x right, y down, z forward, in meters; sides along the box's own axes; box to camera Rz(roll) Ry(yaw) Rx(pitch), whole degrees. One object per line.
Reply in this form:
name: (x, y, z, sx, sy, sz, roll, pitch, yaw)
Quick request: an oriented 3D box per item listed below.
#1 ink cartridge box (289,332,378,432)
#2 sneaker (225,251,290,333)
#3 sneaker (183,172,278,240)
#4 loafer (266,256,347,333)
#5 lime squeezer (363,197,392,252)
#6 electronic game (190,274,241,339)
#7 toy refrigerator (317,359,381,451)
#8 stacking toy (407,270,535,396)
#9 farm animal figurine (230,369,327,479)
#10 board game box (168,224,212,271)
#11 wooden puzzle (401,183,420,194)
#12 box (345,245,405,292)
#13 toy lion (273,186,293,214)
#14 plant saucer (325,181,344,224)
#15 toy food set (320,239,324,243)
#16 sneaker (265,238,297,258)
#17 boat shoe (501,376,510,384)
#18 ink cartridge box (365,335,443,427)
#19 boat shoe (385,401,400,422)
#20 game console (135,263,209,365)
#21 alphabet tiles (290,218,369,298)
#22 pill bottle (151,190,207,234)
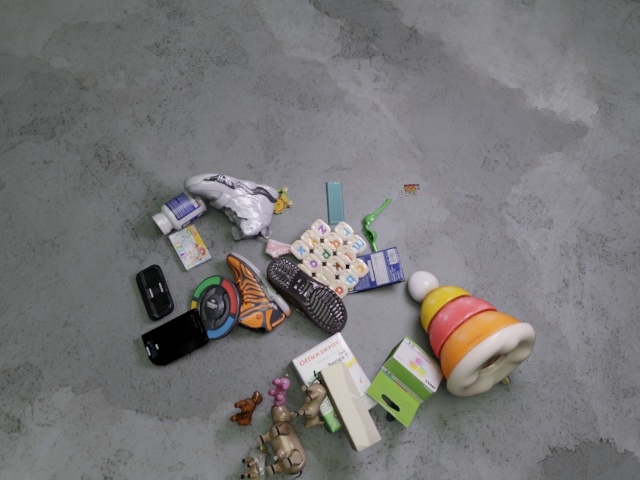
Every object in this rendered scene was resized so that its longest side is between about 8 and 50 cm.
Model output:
ink cartridge box: (0.046, 0.491, 1.733, 0.201, 0.117, 0.278, -28, 76, -15)
sneaker: (-0.273, 0.200, 1.800, 0.180, 0.124, 0.321, -40, 79, -19)
sneaker: (-0.332, -0.120, 1.858, 0.366, 0.137, 0.210, 9, 76, -29)
loafer: (-0.051, 0.199, 1.828, 0.366, 0.130, 0.134, 45, 70, -7)
lime squeezer: (0.221, -0.038, 1.992, 0.110, 0.059, 0.310, 21, 64, -31)
electronic game: (-0.374, 0.236, 1.761, 0.229, 0.048, 0.229, -7, 76, 30)
toy refrigerator: (0.092, 0.529, 1.609, 0.094, 0.102, 0.269, -24, 76, -14)
stacking toy: (0.482, 0.276, 1.779, 0.351, 0.350, 0.480, -23, 50, -14)
farm animal figurine: (-0.111, 0.610, 1.628, 0.330, 0.172, 0.326, -17, 73, 25)
board game box: (-0.494, 0.028, 1.889, 0.103, 0.026, 0.154, -29, 76, -15)
wooden puzzle: (0.381, -0.214, 2.090, 0.083, 0.006, 0.049, -5, 71, -9)
box: (0.198, 0.116, 1.902, 0.225, 0.036, 0.136, -15, 71, 14)
toy lion: (-0.164, -0.157, 1.996, 0.096, 0.034, 0.100, -18, 73, -5)
plant saucer: (0.061, -0.154, 2.026, 0.067, 0.018, 0.192, -1, 71, -7)
toy food set: (0.000, 0.000, 1.960, 0.083, 0.020, 0.083, 26, 70, 4)
sneaker: (-0.149, 0.046, 1.911, 0.134, 0.051, 0.070, 17, 71, 2)
boat shoe: (0.613, 0.468, 1.843, 0.072, 0.068, 0.190, -41, 69, -6)
ink cartridge box: (0.300, 0.483, 1.714, 0.189, 0.097, 0.255, 40, 37, 9)
boat shoe: (0.277, 0.581, 1.768, 0.049, 0.040, 0.142, 30, 70, 5)
game console: (-0.552, 0.248, 1.772, 0.213, 0.044, 0.361, -27, 72, 1)
alphabet tiles: (0.034, 0.070, 1.889, 0.278, 0.021, 0.284, 45, 87, 2)
pill bottle: (-0.538, -0.106, 1.888, 0.187, 0.112, 0.112, -37, 78, -18)
